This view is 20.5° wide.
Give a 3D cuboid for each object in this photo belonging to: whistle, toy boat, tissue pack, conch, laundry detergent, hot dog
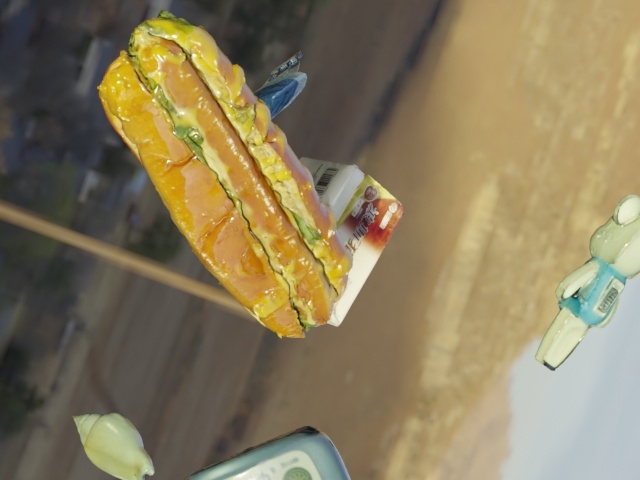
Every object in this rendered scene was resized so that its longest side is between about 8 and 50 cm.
[{"bbox_3d":[0.334,0.052,2.145,0.114,0.077,0.236,33,93,-45],"label":"whistle"},{"bbox_3d":[-0.042,-0.162,1.885,0.105,0.034,0.149,-24,-163,49],"label":"toy boat"},{"bbox_3d":[0.000,0.000,1.856,0.106,0.099,0.149,13,-111,55],"label":"tissue pack"},{"bbox_3d":[-0.247,0.252,2.107,0.065,0.180,0.088,-19,123,-32],"label":"conch"},{"bbox_3d":[-0.010,0.309,1.470,0.094,0.143,0.290,130,-61,-83],"label":"laundry detergent"},{"bbox_3d":[-0.063,-0.040,1.250,0.115,0.072,0.269,-51,124,-25],"label":"hot dog"}]
